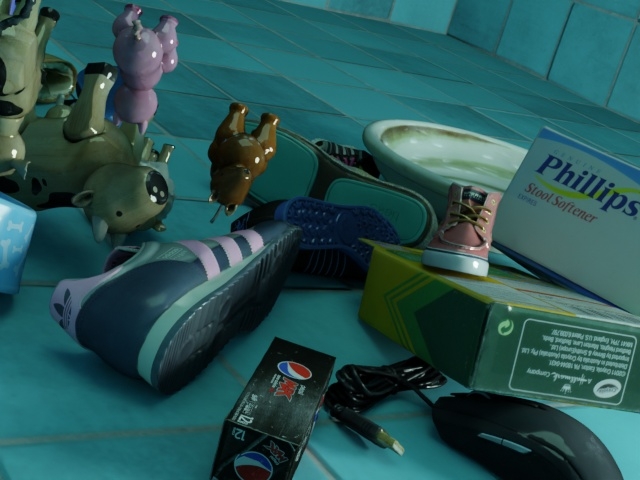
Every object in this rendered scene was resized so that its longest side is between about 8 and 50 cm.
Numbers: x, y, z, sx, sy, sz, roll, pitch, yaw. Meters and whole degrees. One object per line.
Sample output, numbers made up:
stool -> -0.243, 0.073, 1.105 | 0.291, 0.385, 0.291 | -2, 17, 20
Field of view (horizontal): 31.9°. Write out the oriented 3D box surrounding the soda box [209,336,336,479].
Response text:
soda box -> -0.033, 0.135, 0.869 | 0.060, 0.053, 0.169 | 19, 19, 4

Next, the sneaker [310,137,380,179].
sneaker -> 0.033, -0.108, 1.617 | 0.075, 0.063, 0.170 | 20, 13, 30

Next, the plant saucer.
plant saucer -> 0.242, -0.063, 1.616 | 0.401, 0.100, 0.400 | 15, 19, -5

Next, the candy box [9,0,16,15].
candy box -> -0.488, -0.230, 1.187 | 0.317, 0.268, 0.122 | 14, 22, -10

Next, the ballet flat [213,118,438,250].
ballet flat -> 0.006, -0.059, 1.433 | 0.316, 0.107, 0.106 | 28, 1, 17

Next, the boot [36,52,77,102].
boot -> -0.515, -0.273, 1.579 | 0.270, 0.089, 0.236 | 25, 20, 19

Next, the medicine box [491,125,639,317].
medicine box -> 0.369, 0.025, 1.261 | 0.263, 0.149, 0.289 | 31, 3, 36

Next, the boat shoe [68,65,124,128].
boat shoe -> -0.284, -0.164, 1.478 | 0.109, 0.089, 0.258 | 2, 25, -5

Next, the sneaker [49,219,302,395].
sneaker -> -0.117, 0.029, 1.012 | 0.131, 0.112, 0.319 | 24, 18, 13

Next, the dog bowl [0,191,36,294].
dog bowl -> -0.357, -0.043, 0.905 | 0.166, 0.074, 0.297 | 24, -4, 42

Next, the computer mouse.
computer mouse -> 0.131, 0.156, 0.943 | 0.184, 0.060, 0.262 | -2, 26, -47

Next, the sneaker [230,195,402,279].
sneaker -> 0.000, 0.000, 1.253 | 0.090, 0.081, 0.232 | -11, -19, 36

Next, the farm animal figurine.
farm animal figurine -> -0.222, -0.085, 1.041 | 0.330, 0.172, 0.327 | 29, -22, -35

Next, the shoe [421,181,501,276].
shoe -> 0.139, -0.014, 1.095 | 0.064, 0.081, 0.178 | 13, 6, 7

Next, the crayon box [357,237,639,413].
crayon box -> 0.173, 0.078, 1.098 | 0.203, 0.083, 0.323 | 10, 7, -20
